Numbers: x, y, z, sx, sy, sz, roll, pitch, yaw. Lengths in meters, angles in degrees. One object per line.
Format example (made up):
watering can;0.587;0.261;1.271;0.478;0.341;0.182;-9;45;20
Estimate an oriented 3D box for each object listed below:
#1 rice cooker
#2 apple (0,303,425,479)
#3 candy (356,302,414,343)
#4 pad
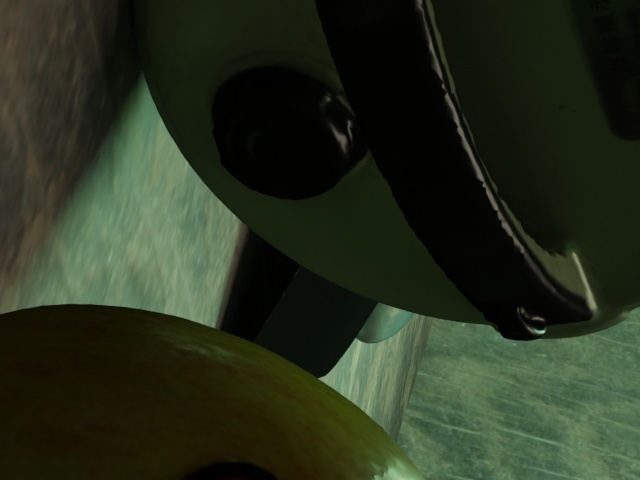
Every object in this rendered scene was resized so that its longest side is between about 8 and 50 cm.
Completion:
rice cooker;0.063;-0.100;0.603;0.226;0.226;0.244;99;12;-45
apple;-0.049;0.104;0.413;0.182;0.155;0.182;15;90;-86
candy;0.065;-0.018;1.408;0.138;0.071;0.174;-54;159;-71
pad;0.000;0.001;1.106;0.315;0.063;0.375;-59;170;4
